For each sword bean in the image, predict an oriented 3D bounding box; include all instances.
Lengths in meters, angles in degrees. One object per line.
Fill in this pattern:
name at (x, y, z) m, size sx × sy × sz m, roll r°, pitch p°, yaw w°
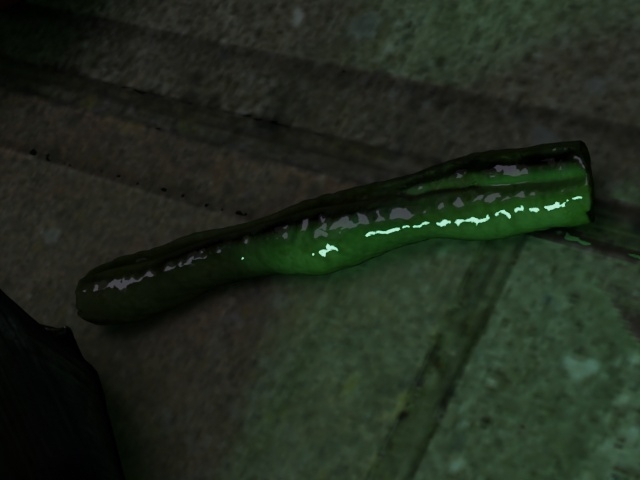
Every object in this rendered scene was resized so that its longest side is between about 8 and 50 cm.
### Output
sword bean at (-0.001, 0.000, 0.658) m, size 0.269 × 0.038 × 0.043 m, roll -14°, pitch 32°, yaw 23°

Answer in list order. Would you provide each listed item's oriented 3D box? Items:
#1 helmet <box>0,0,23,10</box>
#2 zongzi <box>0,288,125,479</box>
helmet at (-0.210, -0.231, 0.847) m, size 0.198 × 0.154 × 0.253 m, roll 14°, pitch 89°, yaw 15°
zongzi at (-0.345, 0.100, 0.548) m, size 0.403 × 0.432 × 0.208 m, roll -30°, pitch 55°, yaw 14°
